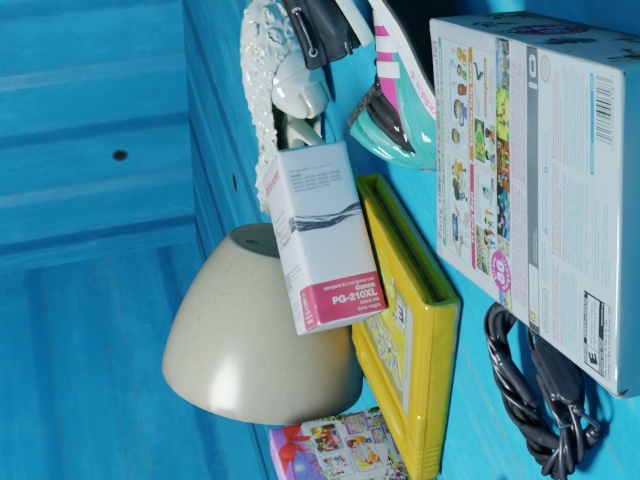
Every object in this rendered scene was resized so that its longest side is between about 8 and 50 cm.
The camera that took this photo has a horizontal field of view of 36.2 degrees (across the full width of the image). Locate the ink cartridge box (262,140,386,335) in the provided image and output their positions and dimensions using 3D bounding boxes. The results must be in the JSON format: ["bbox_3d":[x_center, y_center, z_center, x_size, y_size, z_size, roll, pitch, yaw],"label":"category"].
[{"bbox_3d":[0.000,0.000,1.350,0.172,0.100,0.237,136,122,-76],"label":"ink cartridge box"}]

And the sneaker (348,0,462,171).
[{"bbox_3d":[0.087,-0.192,1.024,0.178,0.124,0.295,120,138,-56],"label":"sneaker"}]

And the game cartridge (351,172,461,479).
[{"bbox_3d":[0.102,0.117,1.327,0.285,0.052,0.324,-115,21,-49],"label":"game cartridge"}]

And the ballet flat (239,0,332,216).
[{"bbox_3d":[-0.034,-0.194,1.566,0.147,0.147,0.409,-116,17,-49],"label":"ballet flat"}]

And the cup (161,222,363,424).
[{"bbox_3d":[-0.076,0.109,1.570,0.331,0.331,0.237,-127,44,-63],"label":"cup"}]

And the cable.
[{"bbox_3d":[0.207,0.134,0.928,0.150,0.047,0.184,88,163,-49],"label":"cable"}]

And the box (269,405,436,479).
[{"bbox_3d":[0.060,0.359,1.352,0.293,0.201,0.057,-116,21,-52],"label":"box"}]

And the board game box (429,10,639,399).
[{"bbox_3d":[0.185,-0.049,0.753,0.303,0.097,0.224,-133,36,-65],"label":"board game box"}]

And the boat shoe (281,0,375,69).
[{"bbox_3d":[-0.067,-0.358,1.222,0.340,0.113,0.127,51,-171,-28],"label":"boat shoe"}]
